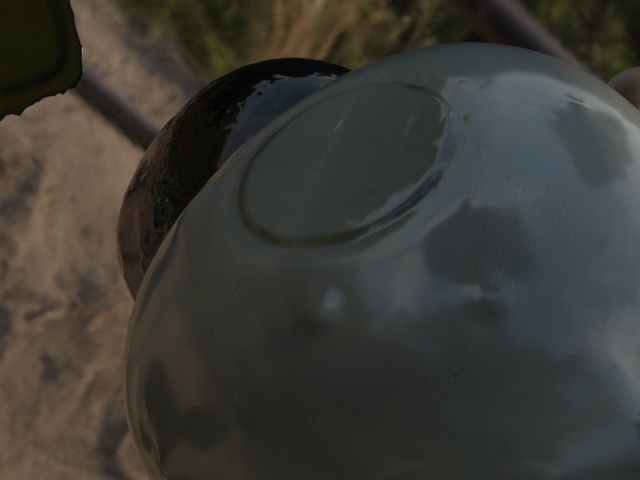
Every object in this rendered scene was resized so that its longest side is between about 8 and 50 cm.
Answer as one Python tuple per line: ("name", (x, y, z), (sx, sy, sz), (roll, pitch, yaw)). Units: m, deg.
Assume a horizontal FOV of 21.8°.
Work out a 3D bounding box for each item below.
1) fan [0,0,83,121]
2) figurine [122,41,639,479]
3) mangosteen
("fan", (-0.225, -0.163, 0.713), (0.335, 0.229, 0.011), (36, 21, 14))
("figurine", (0.104, 0.124, 0.569), (0.227, 0.274, 0.394), (-39, 124, -12))
("mangosteen", (0.000, 0.000, 0.990), (0.243, 0.243, 0.243), (28, 45, -33))
